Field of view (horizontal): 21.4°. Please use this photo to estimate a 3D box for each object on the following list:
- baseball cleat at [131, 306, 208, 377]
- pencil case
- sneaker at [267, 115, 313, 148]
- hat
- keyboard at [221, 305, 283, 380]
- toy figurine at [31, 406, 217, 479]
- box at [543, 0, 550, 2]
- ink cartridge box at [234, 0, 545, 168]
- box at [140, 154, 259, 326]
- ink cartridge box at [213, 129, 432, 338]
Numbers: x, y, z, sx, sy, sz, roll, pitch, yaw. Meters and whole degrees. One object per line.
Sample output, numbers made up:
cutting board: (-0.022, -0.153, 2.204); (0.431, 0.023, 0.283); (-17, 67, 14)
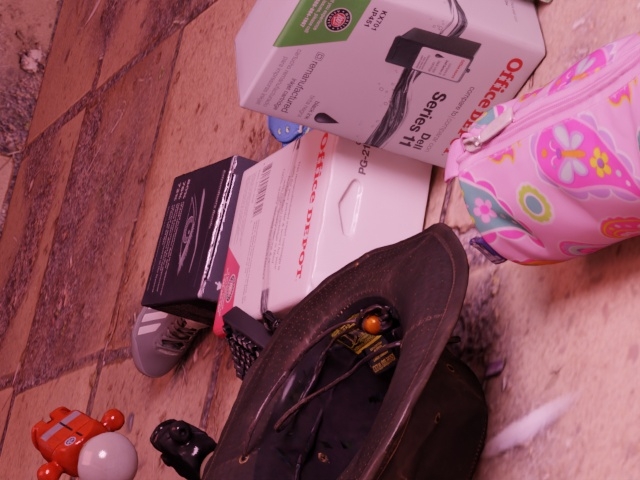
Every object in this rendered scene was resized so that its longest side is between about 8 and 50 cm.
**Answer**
baseball cleat: (-0.159, 0.088, 1.928); (0.205, 0.072, 0.109); (-67, 27, 25)
pencil case: (0.191, -0.067, 1.075); (0.284, 0.124, 0.124); (-26, 50, 62)
sneaker: (0.010, -0.152, 1.696); (0.240, 0.091, 0.126); (166, 101, -66)
hat: (0.036, 0.152, 1.260); (0.331, 0.134, 0.331); (-43, 20, 20)
keyboard: (-0.034, 0.111, 1.465); (0.180, 0.023, 0.108); (30, 134, 52)
toy figurine: (-0.183, 0.273, 1.649); (0.148, 0.213, 0.209); (18, 94, 54)
box: (0.177, -0.368, 1.353); (0.262, 0.127, 0.231); (-59, 26, 35)
ink cartridge box: (0.055, -0.156, 1.374); (0.153, 0.208, 0.086); (-56, 29, 40)
box: (-0.093, 0.008, 1.764); (0.207, 0.108, 0.153); (-8, 66, 67)
ink cartridge box: (0.000, 0.000, 1.540); (0.237, 0.100, 0.172); (155, 128, -64)
